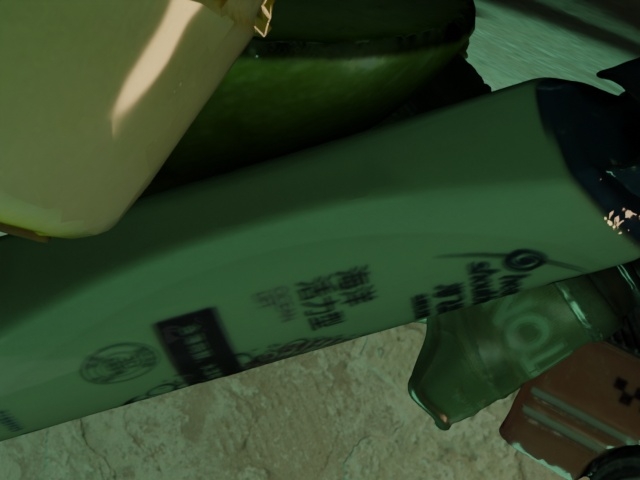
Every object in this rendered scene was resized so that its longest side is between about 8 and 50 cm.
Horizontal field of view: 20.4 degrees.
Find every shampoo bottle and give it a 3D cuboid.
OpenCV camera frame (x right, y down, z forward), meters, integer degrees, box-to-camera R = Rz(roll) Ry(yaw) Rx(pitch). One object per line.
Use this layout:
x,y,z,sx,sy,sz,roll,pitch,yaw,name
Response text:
0.000,0.000,0.739,0.360,0.078,0.134,-16,161,3,shampoo bottle

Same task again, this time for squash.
-0.092,-0.119,0.801,0.309,0.210,0.234,-14,-173,39,squash

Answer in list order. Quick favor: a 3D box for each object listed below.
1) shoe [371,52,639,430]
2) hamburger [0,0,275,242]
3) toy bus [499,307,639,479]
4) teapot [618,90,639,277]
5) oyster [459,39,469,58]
0.020,-0.032,0.892,0.293,0.149,0.109,49,178,26,shoe
-0.148,-0.120,0.550,0.276,0.179,0.294,31,-171,39,hamburger
0.341,0.120,1.029,0.427,0.233,0.203,27,-159,16,toy bus
0.186,-0.005,0.880,0.116,0.148,0.146,-1,153,34,teapot
0.021,-0.130,1.017,0.122,0.045,0.146,0,-137,-40,oyster
